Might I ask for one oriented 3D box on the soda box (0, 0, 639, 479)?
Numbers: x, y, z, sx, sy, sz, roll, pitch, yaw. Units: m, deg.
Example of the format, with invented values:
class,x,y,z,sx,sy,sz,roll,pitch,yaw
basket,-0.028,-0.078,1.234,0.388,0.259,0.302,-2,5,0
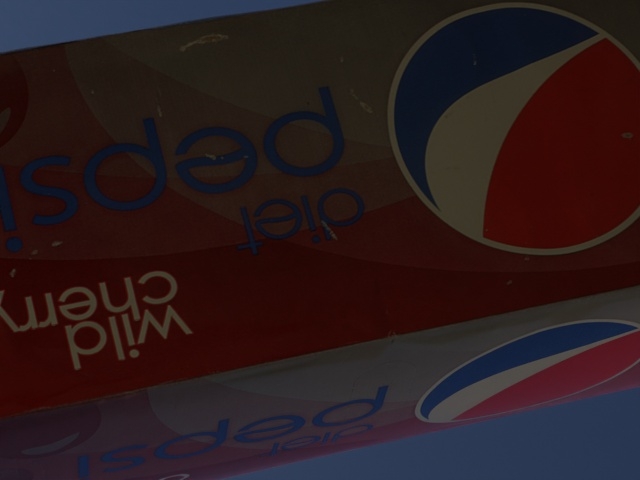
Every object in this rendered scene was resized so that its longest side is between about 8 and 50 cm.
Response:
class,x,y,z,sx,sy,sz,roll,pitch,yaw
soda box,0.000,0.000,0.458,0.263,0.083,0.092,-11,-112,-12
